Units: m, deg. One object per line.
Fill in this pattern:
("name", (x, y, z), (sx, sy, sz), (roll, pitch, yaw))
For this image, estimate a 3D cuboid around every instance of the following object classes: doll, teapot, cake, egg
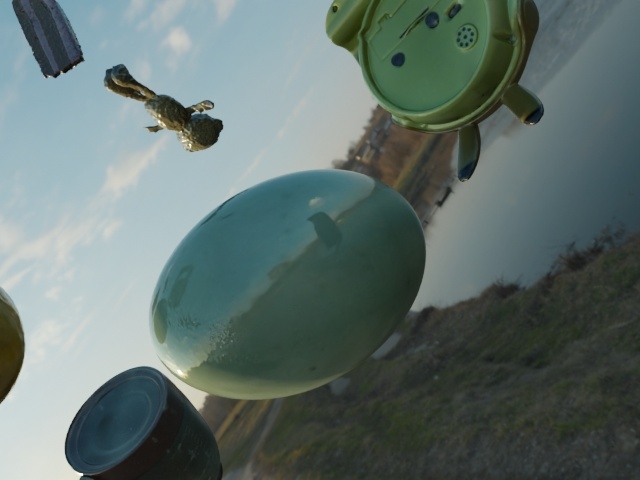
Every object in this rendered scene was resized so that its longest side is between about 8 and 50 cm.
("doll", (-0.357, -0.294, 1.365), (0.202, 0.286, 0.091), (-50, 41, 46))
("teapot", (-0.338, 0.468, 1.196), (0.233, 0.312, 0.314), (-6, 42, 33))
("cake", (-0.705, -0.538, 1.542), (0.116, 0.295, 0.112), (-30, -26, -3))
("egg", (-0.037, 0.055, 0.792), (0.389, 0.276, 0.276), (-26, -12, -16))

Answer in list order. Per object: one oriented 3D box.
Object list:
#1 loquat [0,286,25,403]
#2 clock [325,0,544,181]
("loquat", (-0.519, 0.145, 0.800), (0.243, 0.244, 0.244), (-58, -2, -3))
("clock", (0.113, -0.174, 0.545), (0.069, 0.231, 0.170), (-8, -26, -48))
